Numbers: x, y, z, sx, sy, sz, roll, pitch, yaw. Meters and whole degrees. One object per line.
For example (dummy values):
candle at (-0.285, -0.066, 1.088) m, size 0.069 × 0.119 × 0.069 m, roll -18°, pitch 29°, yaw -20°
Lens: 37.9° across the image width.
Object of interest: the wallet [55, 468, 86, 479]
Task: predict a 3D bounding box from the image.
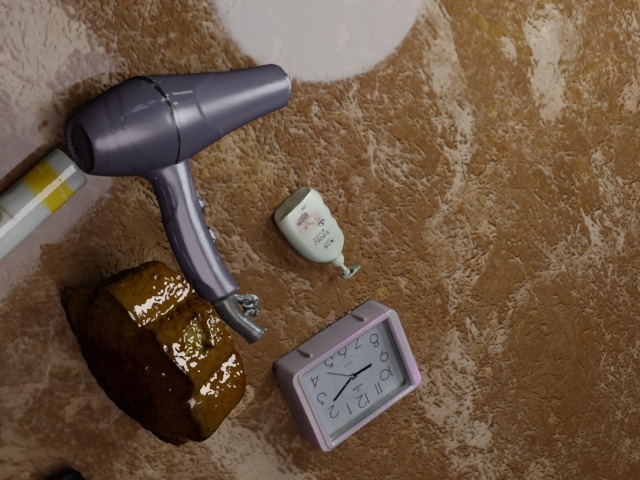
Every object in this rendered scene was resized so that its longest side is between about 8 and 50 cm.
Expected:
wallet at (-0.265, 0.514, 1.181) m, size 0.228 × 0.062 × 0.406 m, roll -43°, pitch 93°, yaw -12°

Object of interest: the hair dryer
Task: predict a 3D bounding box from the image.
hair dryer at (-0.132, -0.043, 1.181) m, size 0.301 × 0.121 × 0.361 m, roll -23°, pitch 100°, yaw -36°

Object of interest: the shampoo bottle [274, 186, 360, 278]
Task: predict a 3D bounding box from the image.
shampoo bottle at (0.000, 0.000, 1.339) m, size 0.077 × 0.045 × 0.152 m, roll -45°, pitch 120°, yaw -16°

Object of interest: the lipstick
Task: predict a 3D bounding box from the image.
lipstick at (-0.390, -0.002, 1.096) m, size 0.264 × 0.059 × 0.059 m, roll -46°, pitch 119°, yaw -16°

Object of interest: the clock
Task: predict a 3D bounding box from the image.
clock at (0.043, 0.199, 1.396) m, size 0.197 × 0.063 × 0.150 m, roll -32°, pitch 115°, yaw -22°

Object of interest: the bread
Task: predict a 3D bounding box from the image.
bread at (-0.199, 0.144, 1.149) m, size 0.135 × 0.232 × 0.247 m, roll -37°, pitch 109°, yaw -30°
